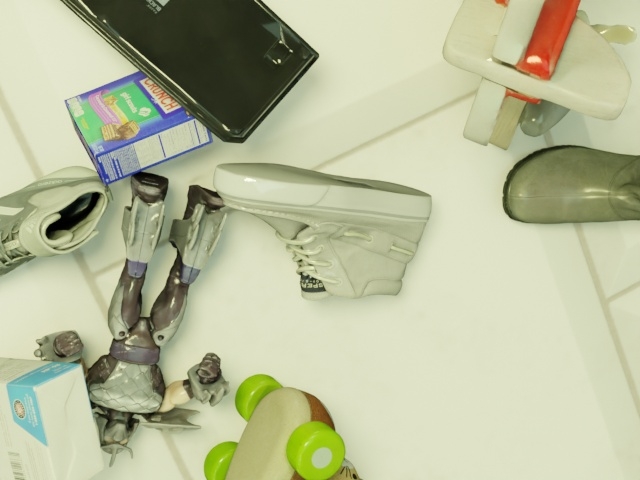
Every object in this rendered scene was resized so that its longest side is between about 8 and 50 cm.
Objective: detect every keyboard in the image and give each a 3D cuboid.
[{"bbox_3d":[-0.133,-0.253,0.989,0.317,0.033,0.201,42,75,-7],"label":"keyboard"}]

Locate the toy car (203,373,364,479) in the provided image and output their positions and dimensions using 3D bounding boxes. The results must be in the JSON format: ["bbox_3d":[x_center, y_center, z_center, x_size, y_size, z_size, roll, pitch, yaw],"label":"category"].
[{"bbox_3d":[0.006,0.237,1.111,0.188,0.155,0.149,24,92,-31],"label":"toy car"}]

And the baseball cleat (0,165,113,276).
[{"bbox_3d":[-0.280,-0.002,0.984,0.206,0.109,0.072,-34,114,-8],"label":"baseball cleat"}]

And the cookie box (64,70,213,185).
[{"bbox_3d":[-0.165,-0.109,1.010,0.107,0.092,0.040,-24,139,-14],"label":"cookie box"}]

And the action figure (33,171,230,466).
[{"bbox_3d":[-0.169,0.082,1.047,0.185,0.099,0.285,11,100,-25],"label":"action figure"}]

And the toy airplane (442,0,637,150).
[{"bbox_3d":[0.230,-0.253,0.960,0.272,0.386,0.384,5,100,-7],"label":"toy airplane"}]

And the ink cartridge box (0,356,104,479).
[{"bbox_3d":[-0.289,0.163,1.009,0.060,0.180,0.104,-28,113,-53],"label":"ink cartridge box"}]

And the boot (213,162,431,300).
[{"bbox_3d":[0.000,0.000,1.060,0.258,0.095,0.123,6,103,-40],"label":"boot"}]

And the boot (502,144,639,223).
[{"bbox_3d":[0.328,-0.052,1.150,0.246,0.161,0.083,-5,101,-18],"label":"boot"}]
